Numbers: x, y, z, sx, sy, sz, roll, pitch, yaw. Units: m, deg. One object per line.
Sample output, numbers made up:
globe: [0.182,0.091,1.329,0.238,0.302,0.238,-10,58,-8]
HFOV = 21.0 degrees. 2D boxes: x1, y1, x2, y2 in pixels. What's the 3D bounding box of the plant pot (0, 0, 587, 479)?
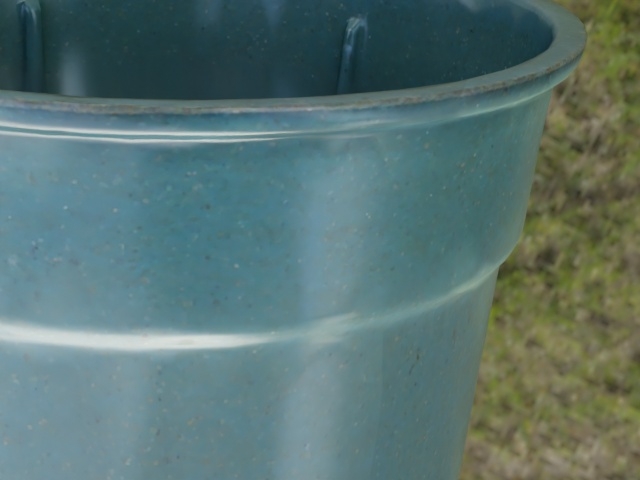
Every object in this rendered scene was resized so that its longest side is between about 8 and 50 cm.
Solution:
plant pot: [-0.077,0.062,0.720,0.341,0.341,0.334,12,109,24]
